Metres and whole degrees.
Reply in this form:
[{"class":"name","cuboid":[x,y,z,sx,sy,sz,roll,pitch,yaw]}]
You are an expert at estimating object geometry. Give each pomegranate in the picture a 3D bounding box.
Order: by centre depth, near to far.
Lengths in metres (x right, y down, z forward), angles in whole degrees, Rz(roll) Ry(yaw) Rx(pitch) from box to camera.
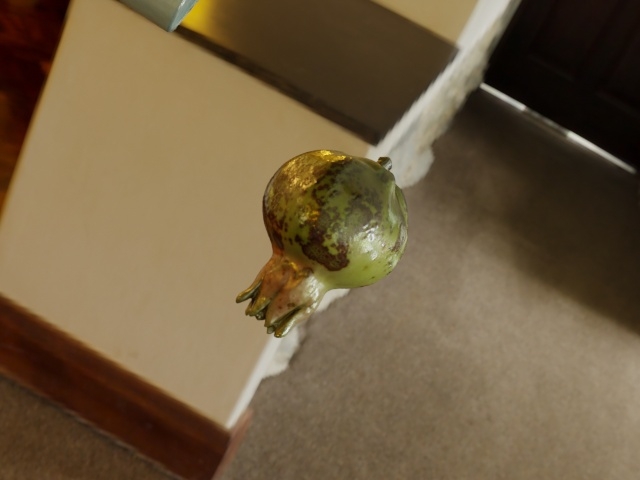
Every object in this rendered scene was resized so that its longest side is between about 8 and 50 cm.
[{"class":"pomegranate","cuboid":[0.011,0.004,1.490,0.222,0.204,0.277,44,51,-41]}]

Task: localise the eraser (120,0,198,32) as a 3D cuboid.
[{"class":"eraser","cuboid":[-0.217,-0.350,1.166,0.227,0.081,0.174,34,58,-5]}]
